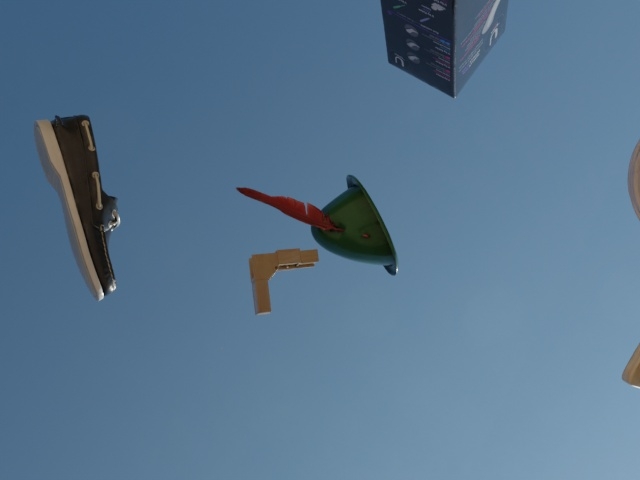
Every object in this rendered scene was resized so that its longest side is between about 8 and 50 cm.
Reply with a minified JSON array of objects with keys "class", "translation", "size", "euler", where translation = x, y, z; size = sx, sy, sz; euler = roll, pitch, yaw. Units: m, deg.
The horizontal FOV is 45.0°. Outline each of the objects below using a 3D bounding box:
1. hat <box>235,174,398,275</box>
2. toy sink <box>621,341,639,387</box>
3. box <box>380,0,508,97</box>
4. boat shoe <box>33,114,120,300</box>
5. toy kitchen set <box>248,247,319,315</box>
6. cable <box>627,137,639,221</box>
[{"class":"hat","translation":[0.000,0.000,1.255],"size":[0.183,0.173,0.208],"euler":[-24,-118,-7]},{"class":"toy sink","translation":[0.589,0.193,1.146],"size":[0.234,0.131,0.153],"euler":[21,-80,-38]},{"class":"box","translation":[0.196,-0.379,1.203],"size":[0.143,0.270,0.165],"euler":[33,-103,19]},{"class":"boat shoe","translation":[-0.366,-0.058,1.227],"size":[0.091,0.114,0.302],"euler":[-17,-89,-27]},{"class":"toy kitchen set","translation":[-0.047,0.054,0.982],"size":[0.083,0.068,0.075],"euler":[-5,-99,-13]},{"class":"cable","translation":[0.596,-0.092,1.154],"size":[0.257,0.089,0.257],"euler":[19,-71,29]}]
